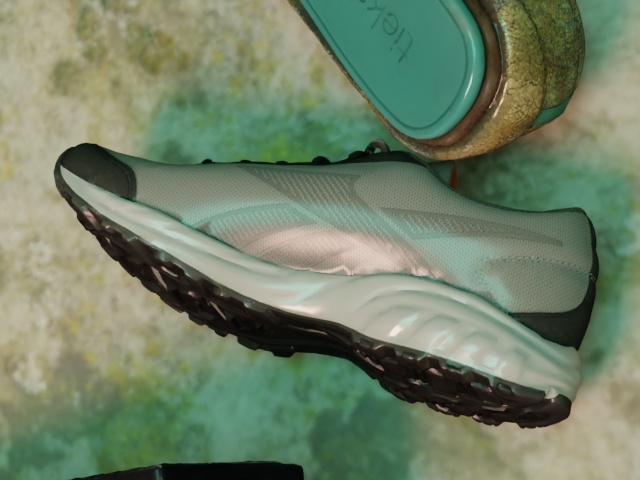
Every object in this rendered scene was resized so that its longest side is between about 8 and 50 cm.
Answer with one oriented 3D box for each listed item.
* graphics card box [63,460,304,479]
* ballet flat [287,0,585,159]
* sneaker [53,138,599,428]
[{"bbox_3d":[-0.101,0.288,0.575,0.233,0.094,0.371,-18,72,39],"label":"graphics card box"},{"bbox_3d":[0.005,-0.182,0.670,0.123,0.123,0.348,-39,70,7],"label":"ballet flat"},{"bbox_3d":[0.000,0.000,0.648,0.271,0.100,0.108,17,73,17],"label":"sneaker"}]
